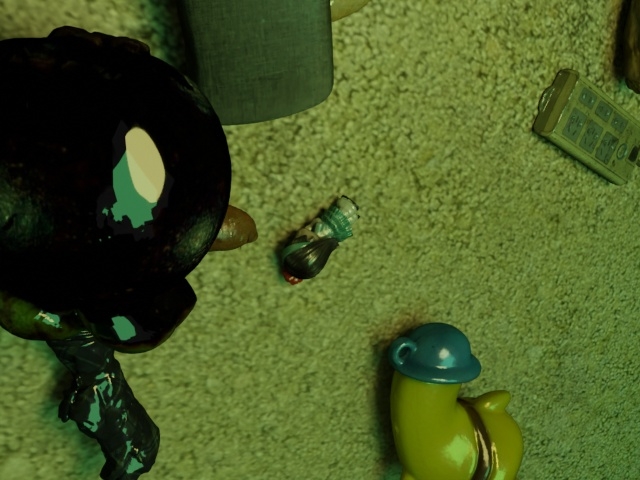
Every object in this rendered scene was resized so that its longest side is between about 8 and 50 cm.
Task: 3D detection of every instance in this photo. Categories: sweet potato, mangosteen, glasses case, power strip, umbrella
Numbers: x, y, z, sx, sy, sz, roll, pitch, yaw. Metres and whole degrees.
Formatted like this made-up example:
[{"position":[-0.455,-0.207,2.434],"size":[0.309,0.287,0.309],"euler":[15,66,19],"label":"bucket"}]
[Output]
[{"position":[-0.137,-0.018,0.788],"size":[0.194,0.056,0.057],"euler":[14,101,-37],"label":"sweet potato"},{"position":[-0.173,-0.036,0.631],"size":[0.242,0.243,0.243],"euler":[-18,121,-33],"label":"mangosteen"},{"position":[-0.062,-0.249,0.687],"size":[0.131,0.074,0.323],"euler":[-14,127,-12],"label":"glasses case"},{"position":[0.380,-0.144,1.174],"size":[0.268,0.034,0.092],"euler":[21,96,-44],"label":"power strip"},{"position":[-0.210,0.122,0.786],"size":[0.071,0.080,0.224],"euler":[-10,118,4],"label":"umbrella"}]

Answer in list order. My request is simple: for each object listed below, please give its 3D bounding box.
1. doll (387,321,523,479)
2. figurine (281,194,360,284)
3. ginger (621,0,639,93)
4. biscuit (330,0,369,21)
[{"position":[0.167,0.252,1.116],"size":[0.199,0.145,0.363],"euler":[-39,124,-13],"label":"doll"},{"position":[0.000,0.000,0.918],"size":[0.106,0.047,0.060],"euler":[-45,169,-24],"label":"figurine"},{"position":[0.455,-0.314,1.103],"size":[0.116,0.109,0.263],"euler":[-2,111,-37],"label":"ginger"},{"position":[0.004,-0.303,0.780],"size":[0.219,0.033,0.220],"euler":[-18,121,-32],"label":"biscuit"}]
